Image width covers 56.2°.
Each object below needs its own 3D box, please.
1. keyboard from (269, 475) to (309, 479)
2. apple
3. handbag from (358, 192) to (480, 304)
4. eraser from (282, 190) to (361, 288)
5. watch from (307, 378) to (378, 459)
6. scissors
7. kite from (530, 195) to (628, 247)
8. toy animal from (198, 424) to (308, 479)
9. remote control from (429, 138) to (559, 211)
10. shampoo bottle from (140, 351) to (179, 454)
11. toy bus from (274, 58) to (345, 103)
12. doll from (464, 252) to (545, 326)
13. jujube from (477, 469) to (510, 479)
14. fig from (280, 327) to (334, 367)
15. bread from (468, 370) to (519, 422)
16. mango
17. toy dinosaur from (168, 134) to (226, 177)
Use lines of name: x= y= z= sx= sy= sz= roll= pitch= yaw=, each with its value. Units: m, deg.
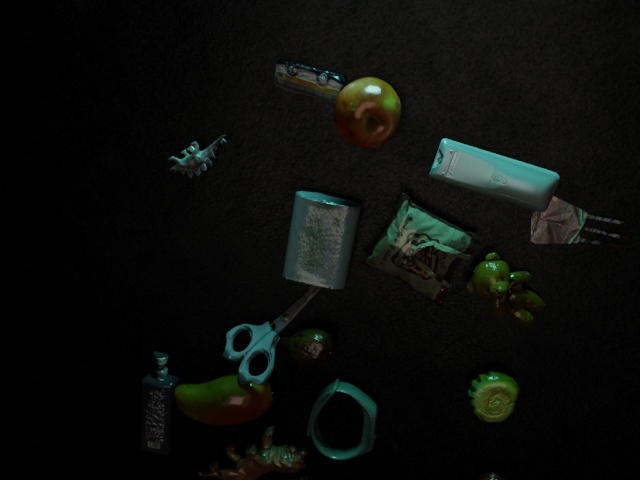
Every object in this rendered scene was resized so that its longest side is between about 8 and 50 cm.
keyboard: x=-0.125 y=0.748 z=1.806 sx=0.203 sy=0.011 sz=0.067 roll=-12 pitch=104 yaw=13
apple: x=0.110 y=-0.303 z=1.410 sx=0.164 sy=0.139 sz=0.163 roll=-6 pitch=125 yaw=-8
handbag: x=0.246 y=0.024 z=1.481 sx=0.235 sy=0.127 sz=0.212 roll=29 pitch=106 yaw=-1
eraser: x=0.000 y=0.000 z=1.543 sx=0.174 sy=0.081 sz=0.226 roll=12 pitch=108 yaw=7
watch: x=0.064 y=0.503 z=1.680 sx=0.195 sy=0.068 sz=0.236 roll=8 pitch=110 yaw=11
scissors: x=-0.117 y=0.231 z=1.625 sx=0.360 sy=0.029 sz=0.191 roll=-46 pitch=56 yaw=9
kite: x=0.630 y=-0.038 z=1.453 sx=0.230 sy=0.016 sz=0.127 roll=9 pitch=110 yaw=8
toy animal: x=-0.183 y=0.653 z=1.751 sx=0.313 sy=0.097 sz=0.157 roll=-30 pitch=104 yaw=18
remote control: x=0.417 y=-0.154 z=1.441 sx=0.294 sy=0.051 sz=0.103 roll=18 pitch=108 yaw=6
shampoo bottle: x=-0.473 y=0.478 z=1.764 sx=0.098 sy=0.071 sz=0.309 roll=9 pitch=106 yaw=9
toy bus: x=-0.028 y=-0.387 z=1.456 sx=0.172 sy=0.057 sz=0.072 roll=17 pitch=116 yaw=5
doll: x=0.468 y=0.131 z=1.489 sx=0.210 sy=0.097 sz=0.137 roll=34 pitch=103 yaw=-6
jujube: x=0.495 y=0.714 z=1.634 sx=0.112 sy=0.109 sz=0.176 roll=-30 pitch=96 yaw=-18
fig: x=-0.040 y=0.282 z=1.621 sx=0.155 sy=0.103 sz=0.109 roll=18 pitch=85 yaw=23
bread: x=0.455 y=0.409 z=1.576 sx=0.130 sy=0.071 sz=0.139 roll=-4 pitch=103 yaw=8
mango: x=-0.273 y=0.453 z=1.693 sx=0.289 sy=0.129 sz=0.146 roll=-15 pitch=126 yaw=21
toy dinosaur: x=-0.315 y=-0.219 z=1.560 sx=0.209 sy=0.039 sz=0.082 roll=-29 pitch=102 yaw=27
